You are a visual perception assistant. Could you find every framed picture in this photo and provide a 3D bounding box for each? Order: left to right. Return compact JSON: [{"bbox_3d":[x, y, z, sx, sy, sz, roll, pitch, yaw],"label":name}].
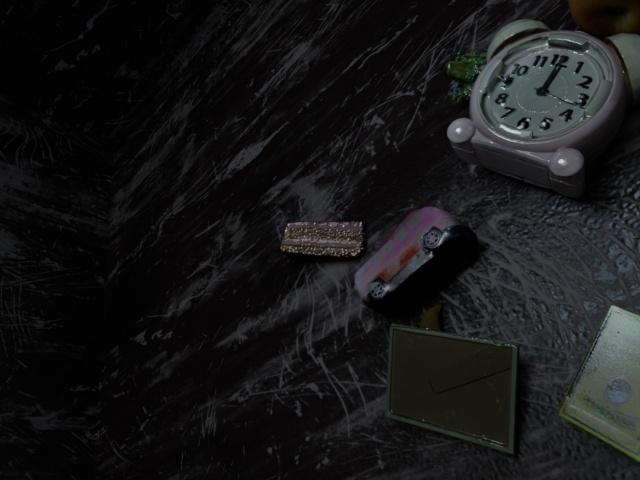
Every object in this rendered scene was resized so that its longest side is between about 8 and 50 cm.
[{"bbox_3d":[0.265,0.299,1.017,0.289,0.020,0.211,1,87,41],"label":"framed picture"}]

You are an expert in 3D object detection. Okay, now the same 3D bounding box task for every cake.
[{"bbox_3d":[0.000,0.000,1.423,0.295,0.112,0.116,-5,70,37],"label":"cake"}]

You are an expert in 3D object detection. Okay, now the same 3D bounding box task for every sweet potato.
[{"bbox_3d":[0.241,0.261,1.088,0.069,0.059,0.250,-8,68,65],"label":"sweet potato"}]

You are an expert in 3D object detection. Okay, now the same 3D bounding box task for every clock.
[{"bbox_3d":[0.473,-0.291,1.012,0.342,0.184,0.326,28,92,29],"label":"clock"}]

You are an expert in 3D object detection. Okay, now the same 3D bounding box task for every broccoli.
[{"bbox_3d":[0.372,-0.410,1.204,0.154,0.160,0.167,160,115,-70],"label":"broccoli"}]

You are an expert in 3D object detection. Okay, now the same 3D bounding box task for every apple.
[{"bbox_3d":[0.623,-0.519,0.953,0.253,0.253,0.254,-21,57,37],"label":"apple"}]

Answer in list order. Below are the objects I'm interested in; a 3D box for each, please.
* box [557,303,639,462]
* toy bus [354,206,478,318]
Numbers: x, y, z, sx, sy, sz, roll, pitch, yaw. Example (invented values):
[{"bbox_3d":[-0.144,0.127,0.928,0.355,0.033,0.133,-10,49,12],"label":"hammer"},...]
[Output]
[{"bbox_3d":[0.519,0.236,0.817,0.141,0.064,0.220,28,93,47],"label":"box"},{"bbox_3d":[0.219,0.052,1.154,0.303,0.127,0.147,-47,42,18],"label":"toy bus"}]
